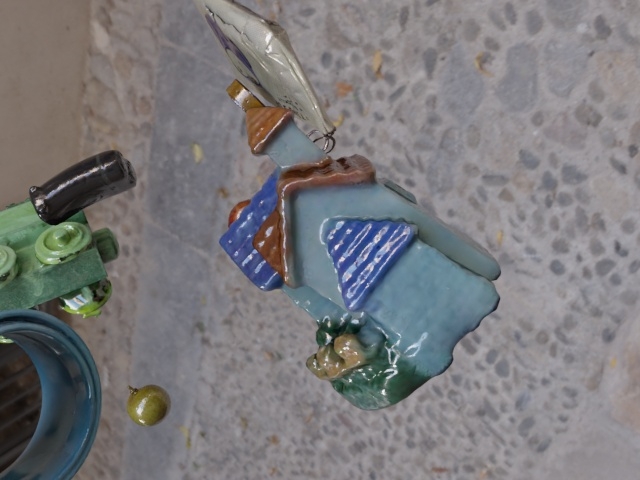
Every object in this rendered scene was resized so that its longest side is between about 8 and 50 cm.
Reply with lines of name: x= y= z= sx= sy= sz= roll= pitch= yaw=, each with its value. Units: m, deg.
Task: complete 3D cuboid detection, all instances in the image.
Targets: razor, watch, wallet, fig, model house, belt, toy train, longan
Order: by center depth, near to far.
watch: x=-0.288 y=0.129 z=0.674 sx=0.211 sy=0.193 sz=0.210 roll=-18 pitch=60 yaw=35
model house: x=0.000 y=0.000 z=0.932 sx=0.329 sy=0.295 sz=0.251 roll=42 pitch=96 yaw=-10
razor: x=-0.343 y=-0.077 z=1.142 sx=0.054 sy=0.148 sz=0.090 roll=63 pitch=178 yaw=17
toy train: x=-0.459 y=0.036 z=1.252 sx=0.188 sy=0.272 sz=0.159 roll=51 pitch=157 yaw=43
longan: x=-0.281 y=0.260 z=1.270 sx=0.083 sy=0.075 sz=0.075 roll=46 pitch=137 yaw=-16
wallet: x=-0.108 y=-0.315 z=1.415 sx=0.335 sy=0.068 sz=0.274 roll=40 pitch=165 yaw=39
belt: x=-0.136 y=-0.259 z=1.459 sx=0.083 sy=0.059 sz=0.036 roll=44 pitch=96 yaw=5
fig: x=-0.184 y=-0.044 z=2.039 sx=0.150 sy=0.128 sz=0.128 roll=-12 pitch=104 yaw=53
